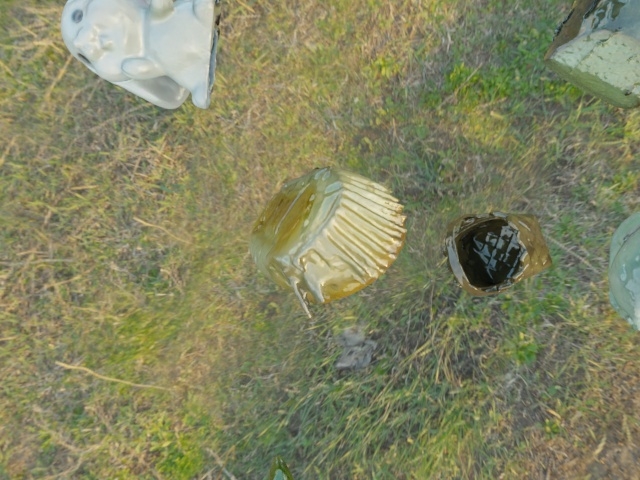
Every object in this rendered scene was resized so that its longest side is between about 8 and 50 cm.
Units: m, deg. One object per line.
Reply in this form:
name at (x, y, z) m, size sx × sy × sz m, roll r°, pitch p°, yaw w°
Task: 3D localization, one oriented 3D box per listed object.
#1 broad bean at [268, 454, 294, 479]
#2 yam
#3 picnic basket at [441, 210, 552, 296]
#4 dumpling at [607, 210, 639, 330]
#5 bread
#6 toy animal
broad bean at (-0.050, 0.398, 0.772) m, size 0.046 × 0.061 × 0.195 m, roll -5°, pitch 47°, yaw -5°
yam at (0.494, -0.366, 0.873) m, size 0.202 × 0.201 × 0.271 m, roll 29°, pitch 92°, yaw 15°
picnic basket at (0.246, 0.021, 0.818) m, size 0.138 × 0.178 × 0.128 m, roll -29°, pitch 76°, yaw 45°
dumpling at (0.498, 0.025, 0.821) m, size 0.149 × 0.105 × 0.216 m, roll 46°, pitch 134°, yaw 37°
bread at (0.008, -0.010, 0.931) m, size 0.183 × 0.388 × 0.236 m, roll 35°, pitch 90°, yaw -18°
toy animal at (-0.304, -0.380, 0.974) m, size 0.289 × 0.174 × 0.249 m, roll 25°, pitch 114°, yaw -20°
